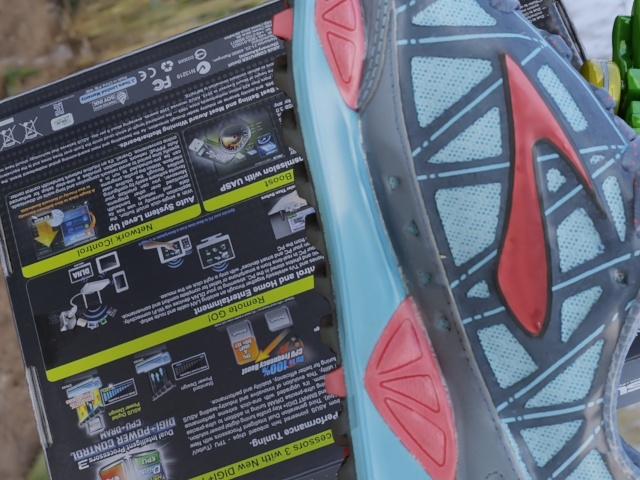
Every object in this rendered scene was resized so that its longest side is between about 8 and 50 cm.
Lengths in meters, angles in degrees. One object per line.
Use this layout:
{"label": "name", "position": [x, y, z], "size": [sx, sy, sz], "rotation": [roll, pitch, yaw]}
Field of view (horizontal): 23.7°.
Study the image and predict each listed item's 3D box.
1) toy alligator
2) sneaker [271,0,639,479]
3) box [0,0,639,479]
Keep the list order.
{"label": "toy alligator", "position": [0.121, -0.048, 0.568], "size": [0.051, 0.056, 0.190], "rotation": [99, -4, -51]}
{"label": "sneaker", "position": [0.061, -0.013, 0.467], "size": [0.104, 0.125, 0.262], "rotation": [-42, 124, -77]}
{"label": "box", "position": [0.000, 0.000, 0.659], "size": [0.060, 0.270, 0.216], "rotation": [63, 7, -65]}
